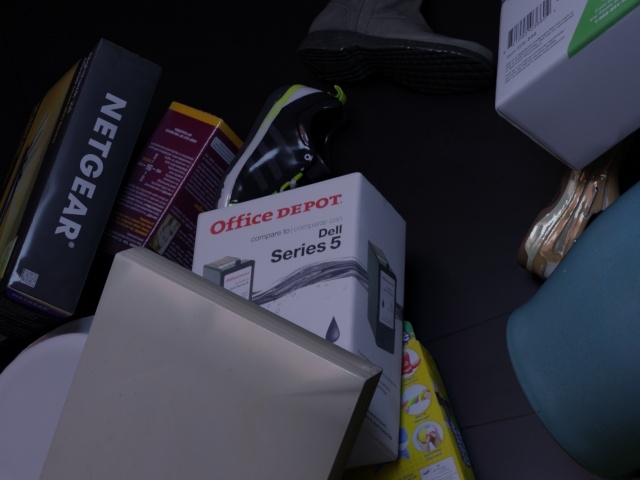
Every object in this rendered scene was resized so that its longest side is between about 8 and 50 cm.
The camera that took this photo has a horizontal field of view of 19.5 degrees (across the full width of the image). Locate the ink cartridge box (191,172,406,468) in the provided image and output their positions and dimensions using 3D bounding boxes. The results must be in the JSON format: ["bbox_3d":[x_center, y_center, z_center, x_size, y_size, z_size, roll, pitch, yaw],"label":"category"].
[{"bbox_3d":[-0.027,0.089,1.847,0.198,0.115,0.273,-14,54,25],"label":"ink cartridge box"}]

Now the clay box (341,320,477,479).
[{"bbox_3d":[0.073,0.199,1.833,0.127,0.053,0.222,-27,53,15],"label":"clay box"}]

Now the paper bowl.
[{"bbox_3d":[-0.245,0.211,1.938,0.284,0.148,0.284,-12,60,21],"label":"paper bowl"}]

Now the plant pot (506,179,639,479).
[{"bbox_3d":[0.318,0.079,1.657,0.255,0.271,0.272,-36,51,25],"label":"plant pot"}]

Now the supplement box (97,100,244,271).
[{"bbox_3d":[-0.160,-0.043,2.060,0.080,0.104,0.188,22,75,36],"label":"supplement box"}]

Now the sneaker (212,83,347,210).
[{"bbox_3d":[-0.038,-0.074,2.025,0.097,0.084,0.235,11,69,31],"label":"sneaker"}]

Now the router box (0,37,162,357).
[{"bbox_3d":[-0.298,-0.042,2.063,0.243,0.081,0.309,-29,39,59],"label":"router box"}]

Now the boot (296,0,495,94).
[{"bbox_3d":[0.099,-0.254,2.060,0.246,0.083,0.161,10,63,30],"label":"boot"}]

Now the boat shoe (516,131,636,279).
[{"bbox_3d":[0.275,-0.039,1.860,0.072,0.068,0.190,31,89,24],"label":"boat shoe"}]

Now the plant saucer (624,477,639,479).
[{"bbox_3d":[0.282,0.325,1.644,0.241,0.037,0.241,-19,46,21],"label":"plant saucer"}]

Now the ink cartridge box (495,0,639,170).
[{"bbox_3d":[0.288,-0.246,1.834,0.211,0.121,0.289,-38,29,36],"label":"ink cartridge box"}]

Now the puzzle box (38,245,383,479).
[{"bbox_3d":[-0.133,0.243,1.751,0.272,0.052,0.409,26,108,16],"label":"puzzle box"}]
